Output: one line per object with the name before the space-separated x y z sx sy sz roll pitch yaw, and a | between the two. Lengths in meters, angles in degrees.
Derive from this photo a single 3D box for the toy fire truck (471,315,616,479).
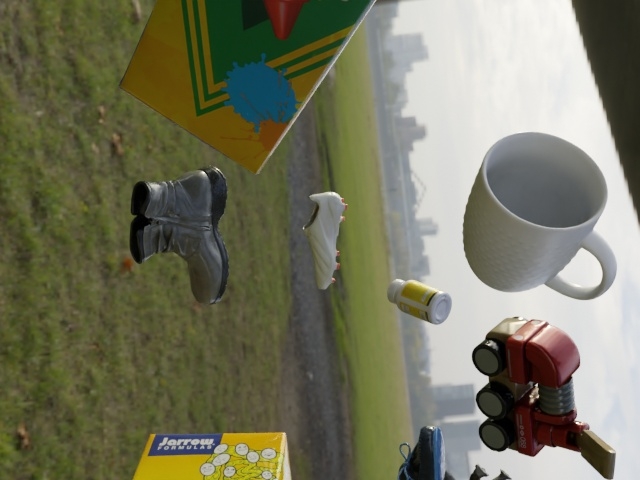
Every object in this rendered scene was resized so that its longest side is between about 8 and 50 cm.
toy fire truck | 0.367 0.254 1.350 0.158 0.246 0.217 -27 117 -44

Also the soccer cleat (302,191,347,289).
soccer cleat | 0.000 0.000 1.663 0.068 0.076 0.196 -122 -143 -66

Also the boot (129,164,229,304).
boot | -0.230 0.006 1.349 0.161 0.083 0.247 -22 125 -41

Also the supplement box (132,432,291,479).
supplement box | -0.144 0.421 1.043 0.357 0.194 0.195 -81 168 -63

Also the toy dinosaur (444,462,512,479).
toy dinosaur | 0.335 0.562 1.825 0.313 0.160 0.121 26 13 -48

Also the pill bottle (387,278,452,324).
pill bottle | 0.183 0.111 1.616 0.065 0.116 0.065 -19 118 -41

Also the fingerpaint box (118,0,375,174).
fingerpaint box | 0.023 -0.340 0.818 0.371 0.163 0.445 -51 -170 44

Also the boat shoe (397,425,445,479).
boat shoe | 0.185 0.451 1.625 0.109 0.088 0.258 -63 155 -53

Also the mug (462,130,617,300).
mug | 0.495 -0.009 1.945 0.276 0.374 0.328 -41 158 -29
